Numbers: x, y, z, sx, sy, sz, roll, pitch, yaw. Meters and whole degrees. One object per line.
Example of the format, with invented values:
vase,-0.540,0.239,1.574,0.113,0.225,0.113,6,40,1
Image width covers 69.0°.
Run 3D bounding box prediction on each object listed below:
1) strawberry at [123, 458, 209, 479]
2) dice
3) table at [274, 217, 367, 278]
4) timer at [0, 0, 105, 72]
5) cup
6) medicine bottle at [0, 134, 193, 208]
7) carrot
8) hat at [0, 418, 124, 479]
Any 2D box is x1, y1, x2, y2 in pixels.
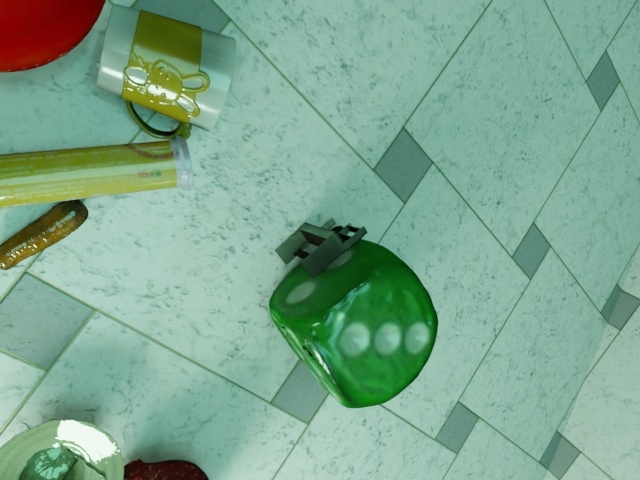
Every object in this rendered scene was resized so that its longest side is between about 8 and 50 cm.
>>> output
strawberry,-0.346,0.602,0.991,0.274,0.220,0.274,-6,101,-33
dice,0.072,0.187,1.107,0.300,0.287,0.297,-41,118,-18
table,0.000,0.000,1.108,0.175,0.146,0.062,-42,118,-16
timer,-0.498,-0.435,0.652,0.378,0.279,0.377,-6,104,-26
cup,-0.292,-0.299,0.877,0.226,0.185,0.241,14,124,-27
medicine bottle,-0.452,-0.117,0.828,0.426,0.108,0.108,-11,106,-25
carrot,-0.515,-0.011,0.859,0.186,0.060,0.060,-39,117,-13
hat,-0.527,0.455,0.917,0.252,0.110,0.251,-1,92,-27
